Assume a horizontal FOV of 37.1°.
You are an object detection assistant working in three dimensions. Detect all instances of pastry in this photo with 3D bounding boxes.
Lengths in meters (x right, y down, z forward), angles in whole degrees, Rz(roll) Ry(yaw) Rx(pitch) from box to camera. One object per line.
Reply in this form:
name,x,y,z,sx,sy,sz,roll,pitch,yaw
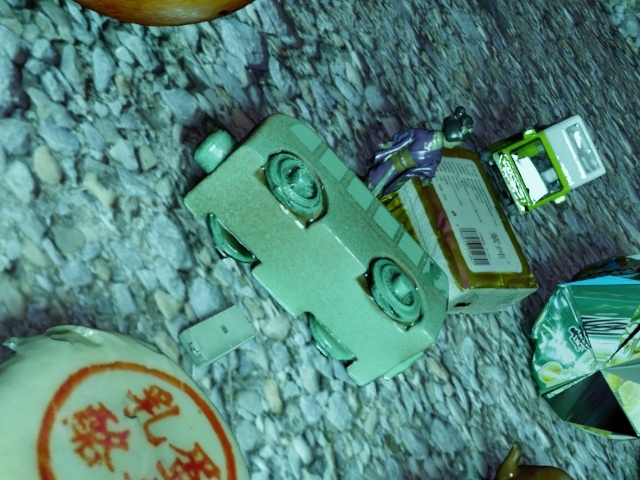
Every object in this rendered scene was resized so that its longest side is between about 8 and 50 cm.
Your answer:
pastry,-0.160,0.188,0.670,0.264,0.133,0.265,25,46,-29

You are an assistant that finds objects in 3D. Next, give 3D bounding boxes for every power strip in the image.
power strip,-0.099,0.092,0.921,0.040,0.016,0.090,56,36,5

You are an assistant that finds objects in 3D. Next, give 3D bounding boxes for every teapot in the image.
teapot,0.247,0.299,1.049,0.173,0.116,0.116,54,35,2

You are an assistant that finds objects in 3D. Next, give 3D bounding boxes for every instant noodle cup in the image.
instant noodle cup,0.411,0.130,1.306,0.240,0.240,0.178,51,27,-1

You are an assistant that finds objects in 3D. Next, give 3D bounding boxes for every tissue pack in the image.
tissue pack,0.178,-0.018,1.270,0.183,0.092,0.226,4,56,-47

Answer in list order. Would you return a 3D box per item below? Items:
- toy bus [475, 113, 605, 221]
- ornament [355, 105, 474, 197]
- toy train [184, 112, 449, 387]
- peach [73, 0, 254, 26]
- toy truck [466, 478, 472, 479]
toy bus,0.311,-0.115,1.387,0.113,0.139,0.302,64,10,-3
ornament,0.104,-0.087,1.161,0.088,0.203,0.081,8,62,-47
toy train,0.000,0.000,1.021,0.326,0.129,0.159,46,31,-9
peach,-0.169,-0.400,0.994,0.388,0.388,0.388,29,40,-29
toy truck,0.115,0.333,0.854,0.177,0.161,0.213,5,54,-23
